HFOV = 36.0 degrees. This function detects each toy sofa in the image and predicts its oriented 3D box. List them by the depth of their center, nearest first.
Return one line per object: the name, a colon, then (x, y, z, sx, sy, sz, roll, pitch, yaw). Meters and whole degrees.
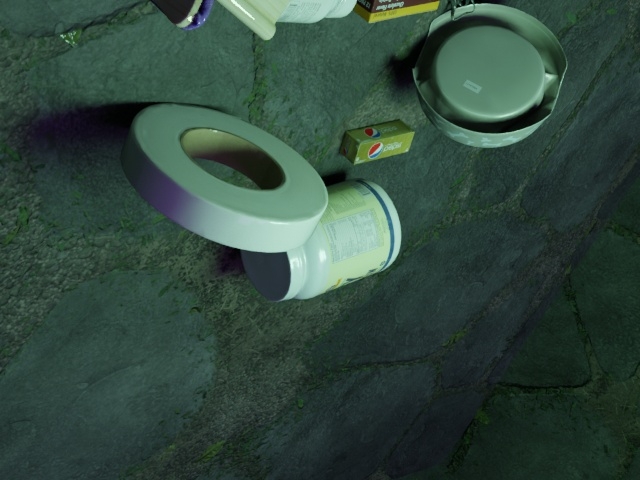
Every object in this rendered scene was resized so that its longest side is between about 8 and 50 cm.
toy sofa: (-0.211, -0.420, 1.452, 0.177, 0.362, 0.150, -55, 148, 4)

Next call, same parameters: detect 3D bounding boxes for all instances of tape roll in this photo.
tape roll: (-0.172, -0.123, 1.811, 0.392, 0.392, 0.072, -5, 132, -46)

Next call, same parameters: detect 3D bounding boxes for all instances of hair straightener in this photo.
hair straightener: (0.293, -0.555, 2.126, 0.047, 0.089, 0.230, -38, 148, -15)

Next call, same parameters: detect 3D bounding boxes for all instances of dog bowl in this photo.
dog bowl: (0.374, -0.363, 2.220, 0.348, 0.349, 0.102, -35, 159, -15)

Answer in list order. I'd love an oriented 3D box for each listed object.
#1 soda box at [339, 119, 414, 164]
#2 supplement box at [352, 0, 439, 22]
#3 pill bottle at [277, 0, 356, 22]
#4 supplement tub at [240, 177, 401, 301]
soda box: (0.136, -0.235, 2.343, 0.181, 0.058, 0.061, -18, 139, -37)
supplement box: (0.146, -0.553, 1.923, 0.191, 0.129, 0.194, -20, 140, -35)
pill bottle: (-0.045, -0.465, 1.805, 0.229, 0.131, 0.131, -9, 133, -43)
supplement tub: (0.000, 0.000, 2.291, 0.325, 0.235, 0.235, -19, 140, -35)
